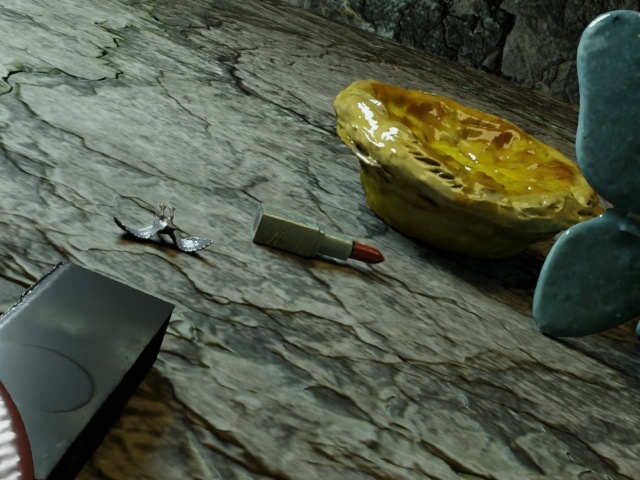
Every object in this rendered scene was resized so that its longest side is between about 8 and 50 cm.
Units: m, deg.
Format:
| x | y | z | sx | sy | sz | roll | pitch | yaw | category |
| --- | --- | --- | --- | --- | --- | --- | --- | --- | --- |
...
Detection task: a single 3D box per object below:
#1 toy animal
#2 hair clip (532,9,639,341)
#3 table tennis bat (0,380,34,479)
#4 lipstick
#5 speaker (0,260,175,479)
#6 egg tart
| x | y | z | sx | sy | sz | roll | pitch | yaw | category |
| --- | --- | --- | --- | --- | --- | --- | --- | --- | --- |
| -0.131 | -0.014 | 0.854 | 0.084 | 0.028 | 0.050 | 17 | 28 | -20 | toy animal |
| 0.409 | 0.001 | 0.990 | 0.392 | 0.318 | 0.238 | 31 | 19 | 29 | hair clip |
| -0.287 | 0.058 | 0.398 | 0.414 | 0.051 | 0.268 | 30 | 31 | 31 | table tennis bat |
| 0.000 | 0.000 | 0.962 | 0.129 | 0.030 | 0.030 | 17 | 19 | -16 | lipstick |
| -0.149 | 0.076 | 0.558 | 0.082 | 0.044 | 0.218 | 23 | 19 | 1 | speaker |
| 0.156 | -0.069 | 1.183 | 0.341 | 0.129 | 0.341 | 21 | 20 | -8 | egg tart |
